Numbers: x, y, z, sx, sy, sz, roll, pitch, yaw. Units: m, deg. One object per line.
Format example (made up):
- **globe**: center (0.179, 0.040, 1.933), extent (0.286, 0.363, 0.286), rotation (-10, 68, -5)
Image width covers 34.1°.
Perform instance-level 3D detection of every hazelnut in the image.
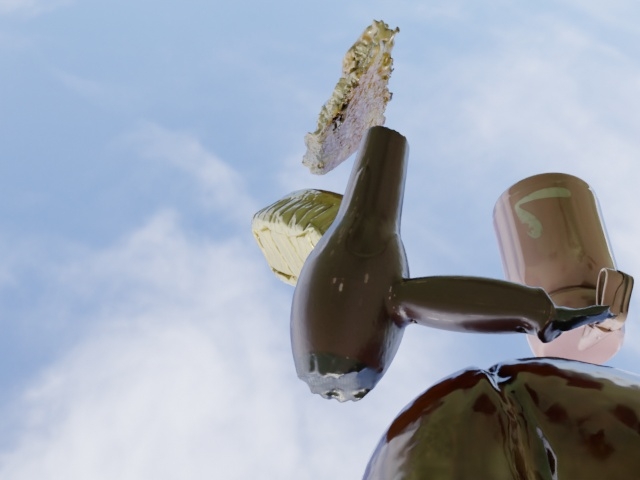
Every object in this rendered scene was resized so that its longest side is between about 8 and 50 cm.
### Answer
- **hazelnut**: center (0.212, 0.267, 0.947), extent (0.372, 0.315, 0.372), rotation (-12, -178, 0)

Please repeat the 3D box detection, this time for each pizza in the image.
- **pizza**: center (0.045, -0.208, 1.523), extent (0.071, 0.297, 0.189), rotation (42, -112, 11)

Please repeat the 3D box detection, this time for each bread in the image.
- **bread**: center (0.000, 0.000, 1.474), extent (0.106, 0.140, 0.236), rotation (-33, -158, -24)

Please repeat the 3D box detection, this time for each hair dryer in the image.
- **hair dryer**: center (0.140, 0.023, 1.070), extent (0.341, 0.123, 0.312), rotation (2, -118, 32)

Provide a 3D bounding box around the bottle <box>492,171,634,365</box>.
- **bottle**: center (0.370, 0.042, 1.571), extent (0.173, 0.206, 0.296), rotation (17, -135, -18)
